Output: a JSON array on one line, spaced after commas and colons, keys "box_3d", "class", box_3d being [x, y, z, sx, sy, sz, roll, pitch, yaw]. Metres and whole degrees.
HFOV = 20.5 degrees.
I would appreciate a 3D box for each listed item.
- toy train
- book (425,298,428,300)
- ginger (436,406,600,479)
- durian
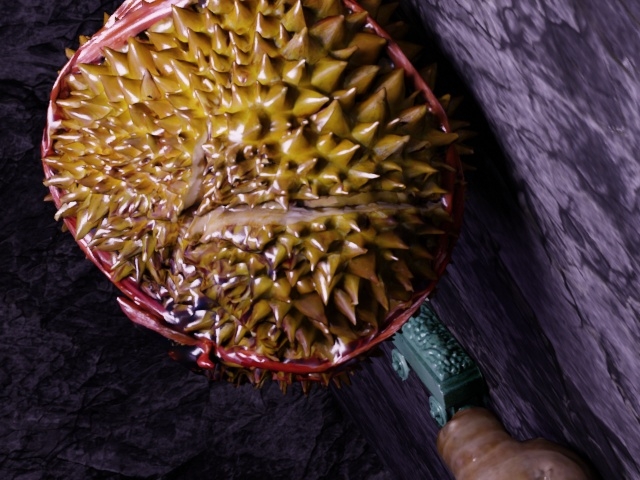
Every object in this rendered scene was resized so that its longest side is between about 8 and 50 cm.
[{"box_3d": [0.132, 0.141, 2.032, 0.172, 0.070, 0.099, 52, 160, 47], "class": "toy train"}, {"box_3d": [0.000, 0.000, 1.947, 0.231, 0.022, 0.162, 12, -153, -38], "class": "book"}, {"box_3d": [0.225, 0.310, 1.629, 0.375, 0.176, 0.256, 55, -171, 33], "class": "ginger"}, {"box_3d": [-0.039, -0.052, 1.342, 0.348, 0.347, 0.384, 59, 165, 1], "class": "durian"}]
